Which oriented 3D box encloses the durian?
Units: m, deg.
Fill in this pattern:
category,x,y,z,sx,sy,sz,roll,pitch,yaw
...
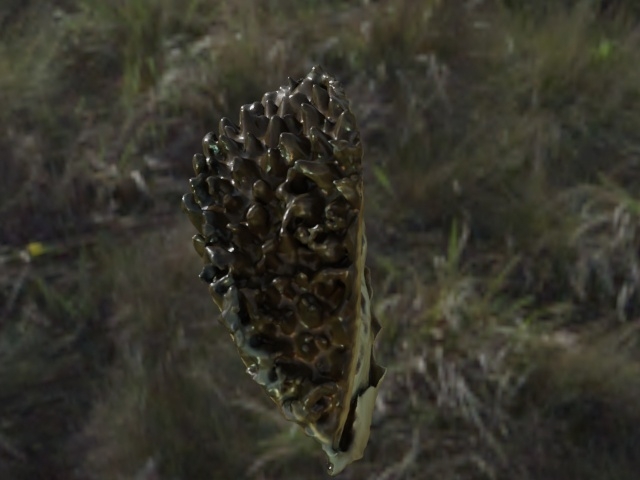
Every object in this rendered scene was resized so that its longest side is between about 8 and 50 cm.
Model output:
category,x,y,z,sx,sy,sz,roll,pitch,yaw
durian,-0.009,0.003,0.451,0.052,0.066,0.130,-8,60,6
